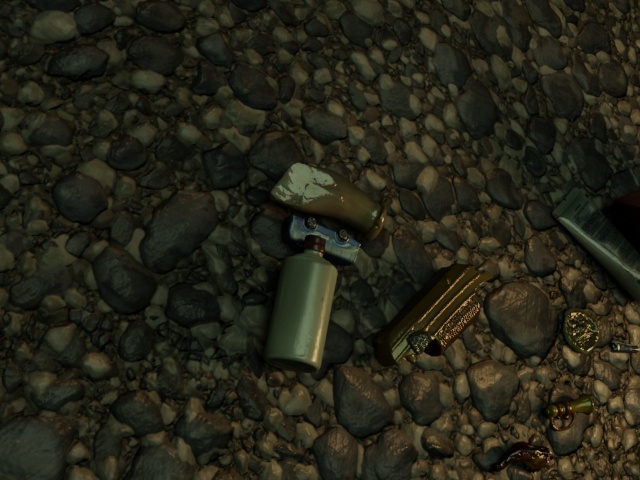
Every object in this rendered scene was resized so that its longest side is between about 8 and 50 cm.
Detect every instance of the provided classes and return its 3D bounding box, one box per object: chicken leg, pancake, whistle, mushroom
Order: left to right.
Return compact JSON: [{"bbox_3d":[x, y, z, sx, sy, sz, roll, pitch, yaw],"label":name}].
[{"bbox_3d":[0.018,-0.084,1.570,0.247,0.096,0.108,22,26,-25],"label":"mushroom"},{"bbox_3d":[0.403,0.432,1.625,0.145,0.037,0.062,11,81,-27],"label":"chicken leg"},{"bbox_3d":[0.516,0.361,1.715,0.109,0.057,0.046,-10,32,-22],"label":"whistle"},{"bbox_3d":[0.578,0.201,1.812,0.108,0.017,0.108,10,65,-22],"label":"pancake"}]

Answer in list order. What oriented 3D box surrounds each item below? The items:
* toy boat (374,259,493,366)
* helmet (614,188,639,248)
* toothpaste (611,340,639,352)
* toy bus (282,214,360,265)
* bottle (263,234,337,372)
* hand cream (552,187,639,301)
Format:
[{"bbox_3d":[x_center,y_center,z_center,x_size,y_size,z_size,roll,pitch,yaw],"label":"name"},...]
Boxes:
[{"bbox_3d":[0.231,0.150,1.599,0.310,0.089,0.115,-42,97,-33],"label":"toy boat"},{"bbox_3d":[0.892,-0.009,1.914,0.385,0.337,0.230,-12,104,-16],"label":"helmet"},{"bbox_3d":[0.697,0.245,1.859,0.083,0.019,0.027,7,86,-22],"label":"toothpaste"},{"bbox_3d":[0.000,0.000,1.554,0.153,0.051,0.061,21,69,-21],"label":"toy bus"},{"bbox_3d":[-0.030,0.107,1.459,0.104,0.104,0.245,20,67,-21],"label":"bottle"},{"bbox_3d":[0.686,0.028,1.916,0.340,0.078,0.124,46,58,3],"label":"hand cream"}]
